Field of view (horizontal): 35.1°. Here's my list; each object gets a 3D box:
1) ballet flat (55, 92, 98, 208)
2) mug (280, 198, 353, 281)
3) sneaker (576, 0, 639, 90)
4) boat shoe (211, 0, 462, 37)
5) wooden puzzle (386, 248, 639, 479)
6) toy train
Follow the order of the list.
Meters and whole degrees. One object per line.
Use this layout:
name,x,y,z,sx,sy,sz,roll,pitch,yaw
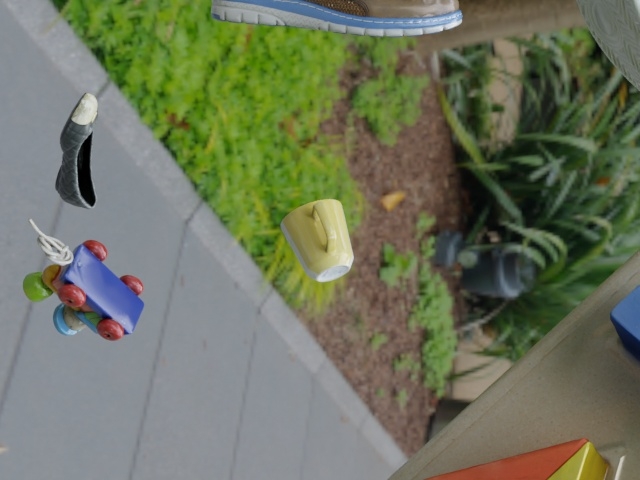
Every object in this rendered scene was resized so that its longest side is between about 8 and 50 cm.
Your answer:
ballet flat,-0.263,-0.101,1.133,0.057,0.049,0.173,-63,179,-39
mug,-0.002,0.002,0.950,0.078,0.062,0.064,25,41,-62
sneaker,0.298,-0.305,0.931,0.131,0.148,0.350,-148,-147,-82
boat shoe,0.011,-0.182,0.719,0.066,0.183,0.066,-62,157,-72
wooden puzzle,0.214,0.150,0.543,0.322,0.348,0.080,47,-6,41
toy train,-0.394,0.055,1.518,0.248,0.143,0.105,50,43,-35
